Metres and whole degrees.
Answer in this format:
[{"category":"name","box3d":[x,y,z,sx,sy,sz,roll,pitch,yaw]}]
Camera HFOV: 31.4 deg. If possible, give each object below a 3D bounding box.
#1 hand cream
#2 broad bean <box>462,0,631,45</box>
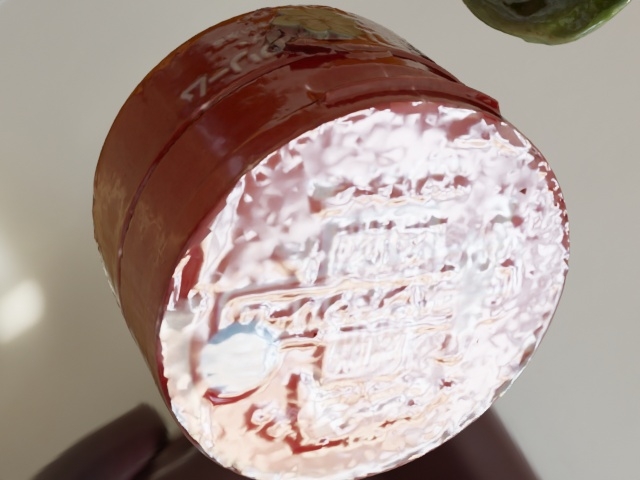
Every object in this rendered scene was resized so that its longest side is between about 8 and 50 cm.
[{"category":"hand cream","box3d":[0.000,0.000,0.596,0.230,0.230,0.149,43,5,-35]},{"category":"broad bean","box3d":[0.200,-0.242,0.946,0.072,0.207,0.153,-19,95,-40]}]
